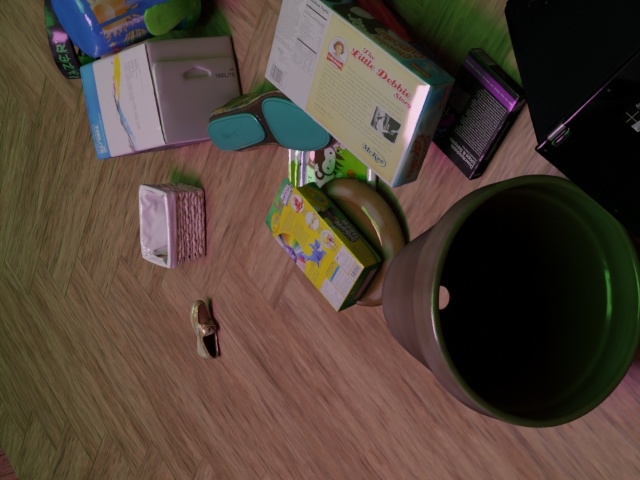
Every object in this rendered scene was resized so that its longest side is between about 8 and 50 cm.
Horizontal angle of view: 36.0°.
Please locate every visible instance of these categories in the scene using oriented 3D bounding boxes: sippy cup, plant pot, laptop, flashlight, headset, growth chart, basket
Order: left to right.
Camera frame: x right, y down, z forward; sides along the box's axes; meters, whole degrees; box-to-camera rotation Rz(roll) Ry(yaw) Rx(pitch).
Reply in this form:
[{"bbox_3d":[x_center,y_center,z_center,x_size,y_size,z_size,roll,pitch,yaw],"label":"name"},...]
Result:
[{"bbox_3d":[-0.553,-0.535,2.141,0.243,0.185,0.394,80,-170,-61],"label":"headset"},{"bbox_3d":[-0.384,-0.470,1.881,0.240,0.224,0.305,58,157,-9],"label":"sippy cup"},{"bbox_3d":[-0.313,-0.038,2.094,0.113,0.103,0.167,17,114,46],"label":"basket"},{"bbox_3d":[0.018,-0.121,1.745,0.237,0.021,0.171,8,107,46],"label":"growth chart"},{"bbox_3d":[0.051,0.008,1.712,0.236,0.032,0.236,21,121,41],"label":"plant pot"},{"bbox_3d":[0.088,-0.349,1.537,0.304,0.103,0.103,58,139,24],"label":"flashlight"},{"bbox_3d":[0.231,0.079,1.364,0.280,0.323,0.323,176,83,-68],"label":"plant pot"},{"bbox_3d":[0.454,-0.241,1.201,0.408,0.236,0.382,40,135,-1],"label":"laptop"}]

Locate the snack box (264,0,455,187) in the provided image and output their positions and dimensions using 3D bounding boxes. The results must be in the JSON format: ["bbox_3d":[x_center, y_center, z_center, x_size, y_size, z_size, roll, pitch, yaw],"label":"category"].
[{"bbox_3d":[0.049,-0.249,1.504,0.322,0.060,0.187,44,136,28],"label":"snack box"}]

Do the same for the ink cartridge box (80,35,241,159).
[{"bbox_3d":[-0.314,-0.281,1.954,0.270,0.198,0.197,-4,98,51],"label":"ink cartridge box"}]

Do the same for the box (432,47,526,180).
[{"bbox_3d":[0.230,-0.187,1.471,0.116,0.029,0.162,52,133,28],"label":"box"}]

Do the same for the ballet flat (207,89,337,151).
[{"bbox_3d":[-0.068,-0.223,1.750,0.349,0.123,0.123,1,101,49],"label":"ballet flat"}]

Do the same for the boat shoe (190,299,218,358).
[{"bbox_3d":[-0.244,0.193,2.122,0.045,0.050,0.135,11,118,45],"label":"boat shoe"}]

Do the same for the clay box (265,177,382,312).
[{"bbox_3d":[0.000,0.000,1.698,0.222,0.053,0.127,51,137,22],"label":"clay box"}]
